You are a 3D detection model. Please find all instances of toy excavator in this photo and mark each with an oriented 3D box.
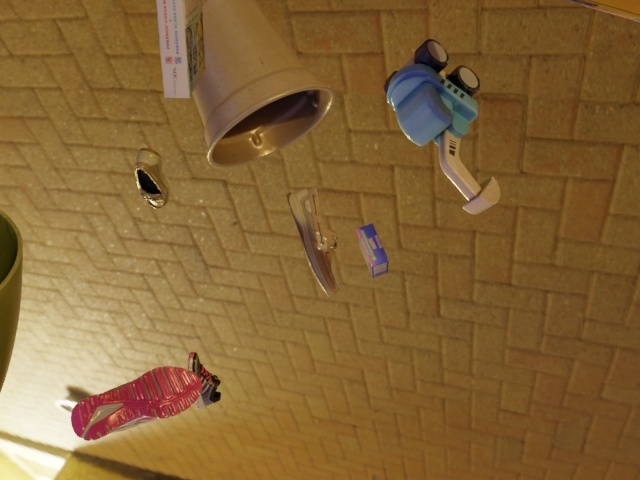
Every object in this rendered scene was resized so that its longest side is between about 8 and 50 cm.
[{"bbox_3d":[0.393,-0.345,1.916,0.432,0.446,0.222,30,143,-20],"label":"toy excavator"}]

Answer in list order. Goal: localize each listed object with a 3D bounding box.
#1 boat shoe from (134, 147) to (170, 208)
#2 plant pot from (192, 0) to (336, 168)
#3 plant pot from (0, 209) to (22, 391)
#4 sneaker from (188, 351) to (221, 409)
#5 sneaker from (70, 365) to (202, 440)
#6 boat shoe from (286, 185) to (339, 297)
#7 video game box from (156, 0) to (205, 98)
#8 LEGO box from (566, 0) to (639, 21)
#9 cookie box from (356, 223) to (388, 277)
[{"bbox_3d":[-0.308,-0.101,1.082,0.056,0.048,0.153,15,147,-1],"label":"boat shoe"},{"bbox_3d":[-0.179,-0.388,1.407,0.333,0.333,0.306,-37,78,48],"label":"plant pot"},{"bbox_3d":[-0.533,0.131,0.803,0.274,0.275,0.294,19,128,8],"label":"plant pot"},{"bbox_3d":[-0.303,0.363,1.572,0.074,0.063,0.171,-12,110,-5],"label":"sneaker"},{"bbox_3d":[-0.366,0.323,1.212,0.252,0.103,0.111,-13,170,-14],"label":"sneaker"},{"bbox_3d":[0.000,0.000,1.588,0.098,0.303,0.109,-19,166,-3],"label":"boat shoe"},{"bbox_3d":[-0.228,-0.353,0.990,0.048,0.205,0.187,-1,118,-2],"label":"video game box"},{"bbox_3d":[0.643,-0.653,1.058,0.372,0.193,0.501,15,118,-3],"label":"LEGO box"},{"bbox_3d":[0.112,0.023,1.292,0.040,0.092,0.107,-21,162,-1],"label":"cookie box"}]
